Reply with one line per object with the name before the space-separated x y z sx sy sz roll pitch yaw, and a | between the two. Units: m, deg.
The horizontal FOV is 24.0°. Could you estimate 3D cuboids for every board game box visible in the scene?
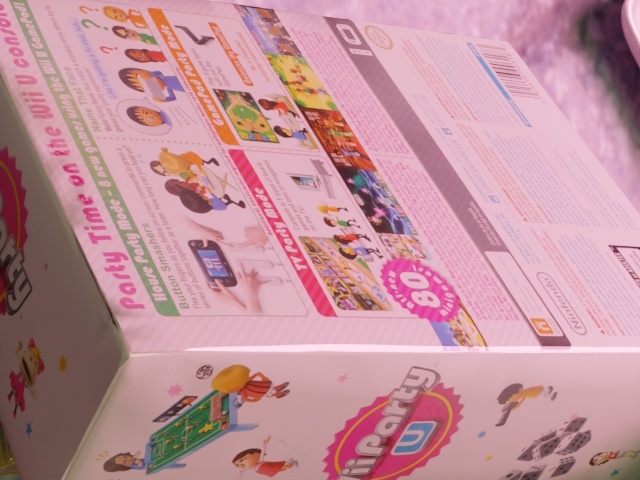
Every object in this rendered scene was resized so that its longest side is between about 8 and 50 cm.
board game box | 0.000 0.000 0.651 0.303 0.097 0.224 4 41 -35

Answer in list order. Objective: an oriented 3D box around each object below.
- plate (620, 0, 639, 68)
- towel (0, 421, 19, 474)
plate | 0.319 -0.093 0.977 0.278 0.045 0.277 -39 106 -30
towel | -0.145 0.059 0.620 0.060 0.009 0.083 -11 78 -13
